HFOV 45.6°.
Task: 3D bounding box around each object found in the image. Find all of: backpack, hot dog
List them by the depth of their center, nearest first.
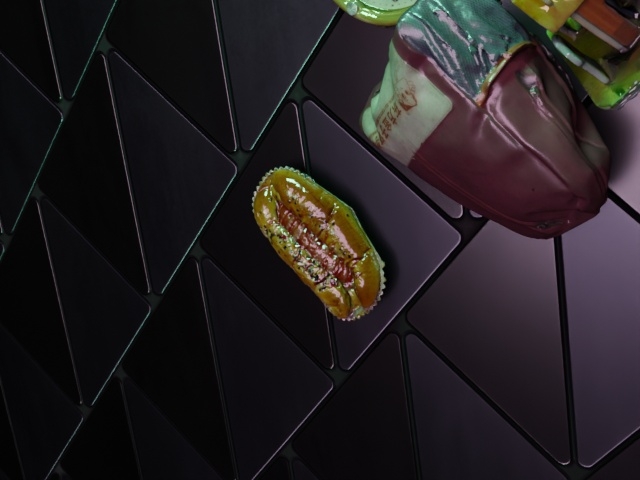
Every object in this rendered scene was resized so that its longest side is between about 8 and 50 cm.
[{"bbox_3d":[0.214,-0.142,0.923,0.317,0.283,0.197,40,79,5],"label":"backpack"},{"bbox_3d":[0.000,0.000,1.178,0.268,0.075,0.144,50,122,9],"label":"hot dog"}]

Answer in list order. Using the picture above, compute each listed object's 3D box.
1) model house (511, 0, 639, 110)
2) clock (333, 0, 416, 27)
[{"bbox_3d":[0.258,-0.391,0.805,0.323,0.340,0.300,22,126,-28],"label":"model house"},{"bbox_3d":[0.096,-0.408,1.015,0.237,0.057,0.237,10,111,28],"label":"clock"}]
